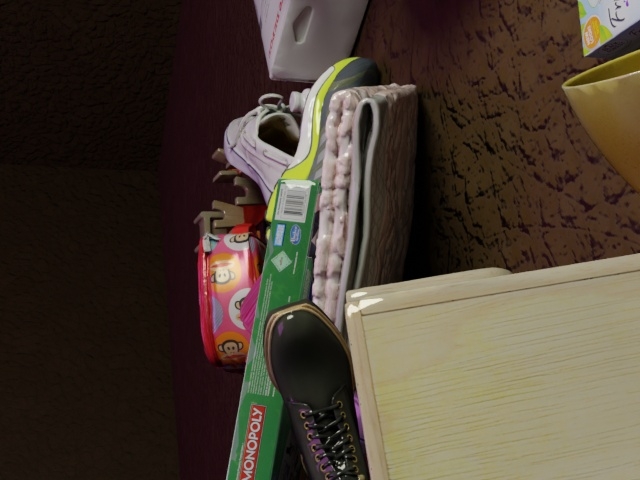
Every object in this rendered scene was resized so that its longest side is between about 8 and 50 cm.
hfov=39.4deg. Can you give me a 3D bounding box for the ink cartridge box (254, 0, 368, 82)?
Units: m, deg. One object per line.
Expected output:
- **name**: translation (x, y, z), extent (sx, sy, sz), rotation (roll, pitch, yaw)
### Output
- **ink cartridge box**: translation (-0.022, -0.408, 1.368), extent (0.211, 0.121, 0.289), rotation (110, 156, -46)

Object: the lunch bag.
- **lunch bag**: translation (-0.125, 0.094, 1.536), extent (0.293, 0.120, 0.258), rotation (58, -154, -75)

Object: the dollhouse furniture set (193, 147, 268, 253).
- **dollhouse furniture set**: translation (-0.156, -0.049, 1.847), extent (0.259, 0.135, 0.262), rotation (-37, 52, 55)

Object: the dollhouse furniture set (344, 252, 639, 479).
- **dollhouse furniture set**: translation (0.167, 0.177, 0.634), extent (0.394, 0.256, 0.362), rotation (78, -177, -58)

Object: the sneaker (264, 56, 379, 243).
- **sneaker**: translation (0.035, -0.106, 1.158), extent (0.111, 0.121, 0.300), rotation (51, -128, -56)

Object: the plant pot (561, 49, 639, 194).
- **plant pot**: translation (0.224, -0.070, 0.533), extent (0.095, 0.134, 0.134), rotation (69, 166, -10)

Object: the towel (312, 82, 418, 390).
- **towel**: translation (0.055, -0.002, 0.968), extent (0.317, 0.053, 0.332), rotation (-35, -48, -73)

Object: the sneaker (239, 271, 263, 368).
- **sneaker**: translation (-0.033, 0.109, 1.150), extent (0.103, 0.111, 0.252), rotation (-52, 25, 30)

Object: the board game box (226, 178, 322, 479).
- **board game box**: translation (-0.021, 0.117, 0.937), extent (0.213, 0.046, 0.317), rotation (46, -128, -72)

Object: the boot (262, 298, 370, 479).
- **boot**: translation (0.010, 0.161, 0.757), extent (0.137, 0.077, 0.198), rotation (-115, 6, -63)

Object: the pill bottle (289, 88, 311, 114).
- **pill bottle**: translation (-0.003, -0.207, 1.350), extent (0.043, 0.083, 0.043), rotation (-179, 90, -73)

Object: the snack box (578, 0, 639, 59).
- **snack box**: translation (0.234, -0.200, 0.630), extent (0.141, 0.037, 0.100), rotation (148, 122, -70)

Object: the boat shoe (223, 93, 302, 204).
- **boat shoe**: translation (-0.074, -0.174, 1.501), extent (0.367, 0.136, 0.156), rotation (-123, 38, -58)

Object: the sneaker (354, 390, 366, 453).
- **sneaker**: translation (0.043, 0.158, 1.187), extent (0.091, 0.094, 0.258), rotation (-56, 34, 26)
